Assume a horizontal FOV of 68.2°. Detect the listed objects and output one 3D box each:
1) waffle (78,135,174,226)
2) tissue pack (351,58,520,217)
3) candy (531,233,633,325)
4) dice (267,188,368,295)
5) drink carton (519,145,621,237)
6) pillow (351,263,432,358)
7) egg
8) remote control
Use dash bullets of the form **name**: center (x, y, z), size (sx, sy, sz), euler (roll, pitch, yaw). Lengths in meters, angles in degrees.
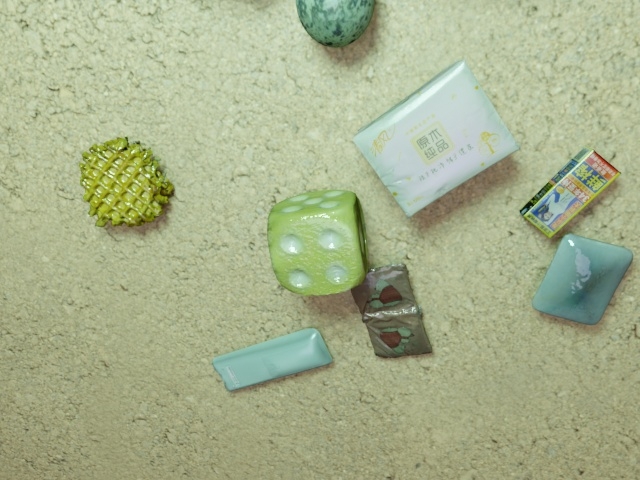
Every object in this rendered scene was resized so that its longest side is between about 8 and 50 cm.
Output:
- **waffle**: center (-0.415, -0.121, 1.011), size (0.197, 0.070, 0.193), euler (-14, 109, 11)
- **tissue pack**: center (0.203, -0.180, 0.854), size (0.225, 0.124, 0.185), euler (-33, 101, 19)
- **candy**: center (0.516, 0.080, 0.936), size (0.138, 0.071, 0.174), euler (15, 113, 3)
- **dice**: center (0.000, 0.000, 0.935), size (0.169, 0.169, 0.166), euler (-6, 110, 11)
- **drink carton**: center (0.462, -0.089, 0.886), size (0.071, 0.056, 0.165), euler (41, 112, 1)
- **pillow**: center (0.155, 0.159, 1.041), size (0.135, 0.049, 0.248), euler (-15, 113, 16)
- **egg**: center (0.024, -0.412, 0.786), size (0.132, 0.132, 0.172), euler (-2, 100, 10)
- **remote control**: center (-0.120, 0.295, 1.139), size (0.293, 0.051, 0.103), euler (-19, 108, 17)
